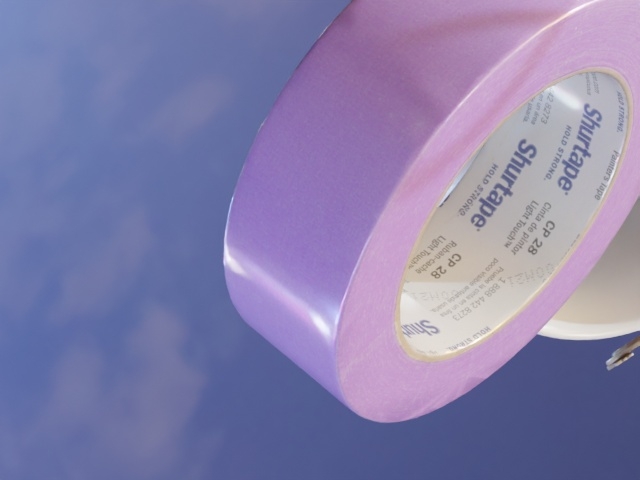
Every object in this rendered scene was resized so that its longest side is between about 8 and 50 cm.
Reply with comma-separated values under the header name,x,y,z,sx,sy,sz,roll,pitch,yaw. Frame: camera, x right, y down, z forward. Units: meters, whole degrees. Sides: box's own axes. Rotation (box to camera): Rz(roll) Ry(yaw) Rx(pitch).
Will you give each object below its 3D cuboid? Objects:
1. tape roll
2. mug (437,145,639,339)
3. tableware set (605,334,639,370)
name,x,y,z,sx,sy,sz,roll,pitch,yaw
tape roll,0.076,-0.036,1.059,0.090,0.275,0.275,38,-96,29
mug,0.246,-0.084,1.815,0.276,0.374,0.328,-35,-143,10
tableware set,0.275,0.041,1.333,0.168,0.020,0.141,-30,172,-20
